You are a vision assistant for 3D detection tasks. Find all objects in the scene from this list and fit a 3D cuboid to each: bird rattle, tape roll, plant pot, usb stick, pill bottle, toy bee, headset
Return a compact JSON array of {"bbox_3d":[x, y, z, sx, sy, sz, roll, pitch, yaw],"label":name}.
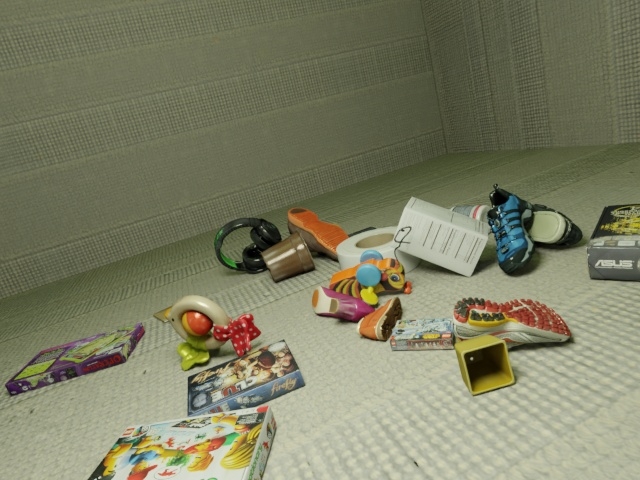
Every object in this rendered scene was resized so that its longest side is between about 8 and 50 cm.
[{"bbox_3d":[-0.291,0.230,1.052,0.253,0.207,0.143,-22,25,37],"label":"bird rattle"},{"bbox_3d":[0.202,0.043,1.429,0.286,0.100,0.286,-15,14,4],"label":"tape roll"},{"bbox_3d":[0.290,0.218,0.755,0.081,0.082,0.083,-15,6,-1],"label":"plant pot"},{"bbox_3d":[0.114,0.000,1.773,0.277,0.045,0.077,-19,16,-13],"label":"usb stick"},{"bbox_3d":[0.531,-0.076,1.514,0.108,0.108,0.180,-26,19,-35],"label":"pill bottle"},{"bbox_3d":[0.175,0.111,1.176,0.298,0.162,0.195,-27,21,50],"label":"toy bee"},{"bbox_3d":[-0.128,0.068,1.567,0.165,0.167,0.167,-25,16,-8],"label":"plant pot"},{"bbox_3d":[-0.253,0.012,1.749,0.394,0.243,0.185,9,32,-26],"label":"headset"}]

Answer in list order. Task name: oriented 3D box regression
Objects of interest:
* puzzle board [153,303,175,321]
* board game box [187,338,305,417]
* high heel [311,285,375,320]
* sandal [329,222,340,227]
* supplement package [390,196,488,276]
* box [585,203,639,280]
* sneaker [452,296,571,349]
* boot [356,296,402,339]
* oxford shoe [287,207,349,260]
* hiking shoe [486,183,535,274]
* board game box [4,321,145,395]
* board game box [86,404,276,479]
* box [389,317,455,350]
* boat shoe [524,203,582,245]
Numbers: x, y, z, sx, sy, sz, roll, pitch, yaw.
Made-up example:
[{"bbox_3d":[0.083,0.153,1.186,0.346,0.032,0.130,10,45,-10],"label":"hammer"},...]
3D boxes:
[{"bbox_3d":[-0.555,0.269,1.524,0.096,0.011,0.128,-25,18,-36],"label":"puzzle board"},{"bbox_3d":[-0.172,0.315,0.920,0.243,0.042,0.165,-19,16,-14],"label":"board game box"},{"bbox_3d":[0.057,0.180,1.174,0.117,0.082,0.244,13,-10,-19],"label":"high heel"},{"bbox_3d":[0.030,-0.035,1.900,0.079,0.088,0.240,-9,10,44],"label":"sandal"},{"bbox_3d":[0.356,-0.015,1.227,0.244,0.134,0.139,22,27,14],"label":"supplement package"},{"bbox_3d":[0.871,-0.005,0.950,0.394,0.097,0.318,0,24,43],"label":"box"},{"bbox_3d":[0.376,0.172,0.821,0.225,0.093,0.088,5,32,8],"label":"sneaker"},{"bbox_3d":[0.150,0.191,1.032,0.084,0.059,0.158,-10,16,37],"label":"boot"},{"bbox_3d":[0.000,0.000,1.671,0.129,0.133,0.363,-19,43,-36],"label":"oxford shoe"},{"bbox_3d":[0.527,-0.031,1.183,0.113,0.132,0.304,-51,9,45],"label":"hiking shoe"},{"bbox_3d":[-0.762,0.368,1.305,0.346,0.056,0.208,-16,19,-2],"label":"board game box"},{"bbox_3d":[-0.243,0.388,0.706,0.305,0.053,0.193,-13,16,10],"label":"board game box"},{"bbox_3d":[0.233,0.211,0.927,0.137,0.027,0.094,-8,15,25],"label":"box"},{"bbox_3d":[0.679,-0.051,1.290,0.113,0.127,0.340,14,5,-9],"label":"boat shoe"}]
